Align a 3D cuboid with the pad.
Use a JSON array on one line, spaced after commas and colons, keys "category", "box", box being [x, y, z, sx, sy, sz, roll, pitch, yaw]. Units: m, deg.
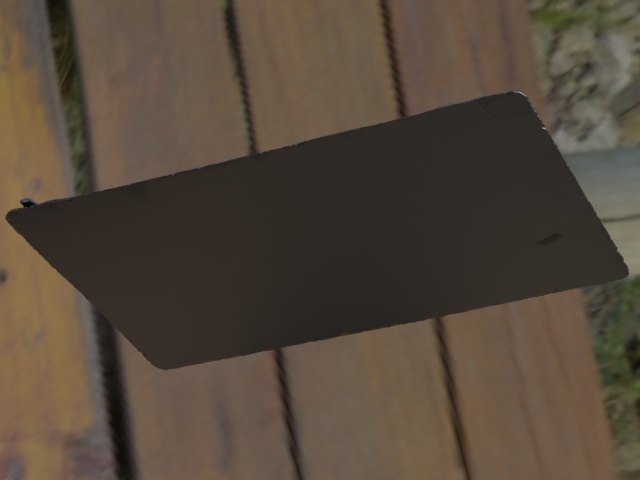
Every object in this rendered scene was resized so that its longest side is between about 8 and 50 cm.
[{"category": "pad", "box": [0.000, 0.000, 0.938, 0.265, 0.159, 0.009, -12, 52, 22]}]
